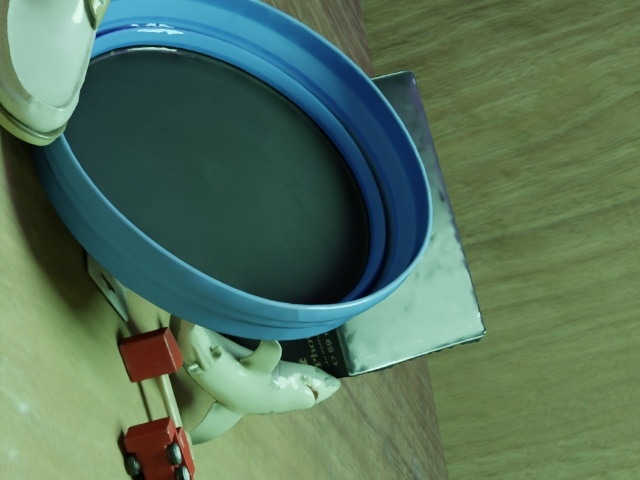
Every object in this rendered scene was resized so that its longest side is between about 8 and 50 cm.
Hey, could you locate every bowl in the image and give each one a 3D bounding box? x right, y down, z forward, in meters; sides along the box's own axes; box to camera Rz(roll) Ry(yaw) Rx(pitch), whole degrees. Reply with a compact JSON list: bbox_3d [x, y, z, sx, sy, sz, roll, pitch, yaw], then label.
[{"bbox_3d":[-0.083,-0.075,1.640,0.391,0.077,0.391,20,44,-20],"label":"bowl"}]

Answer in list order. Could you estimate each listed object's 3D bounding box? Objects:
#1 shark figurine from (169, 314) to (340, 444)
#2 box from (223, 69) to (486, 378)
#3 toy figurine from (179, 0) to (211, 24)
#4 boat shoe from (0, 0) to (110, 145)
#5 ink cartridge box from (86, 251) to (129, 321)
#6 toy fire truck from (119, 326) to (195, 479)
[{"bbox_3d":[-0.109,0.085,1.748,0.278,0.166,0.116,61,0,-43],"label":"shark figurine"},{"bbox_3d":[0.000,0.000,1.960,0.294,0.182,0.296,-18,-93,64],"label":"box"},{"bbox_3d":[-0.179,-0.257,1.864,0.213,0.148,0.209,47,23,-64],"label":"toy figurine"},{"bbox_3d":[-0.231,-0.221,1.509,0.113,0.103,0.302,27,43,-38],"label":"boat shoe"},{"bbox_3d":[-0.181,-0.026,1.708,0.104,0.060,0.180,61,17,-54],"label":"ink cartridge box"},{"bbox_3d":[-0.139,0.191,1.652,0.135,0.047,0.192,-81,154,-70],"label":"toy fire truck"}]
